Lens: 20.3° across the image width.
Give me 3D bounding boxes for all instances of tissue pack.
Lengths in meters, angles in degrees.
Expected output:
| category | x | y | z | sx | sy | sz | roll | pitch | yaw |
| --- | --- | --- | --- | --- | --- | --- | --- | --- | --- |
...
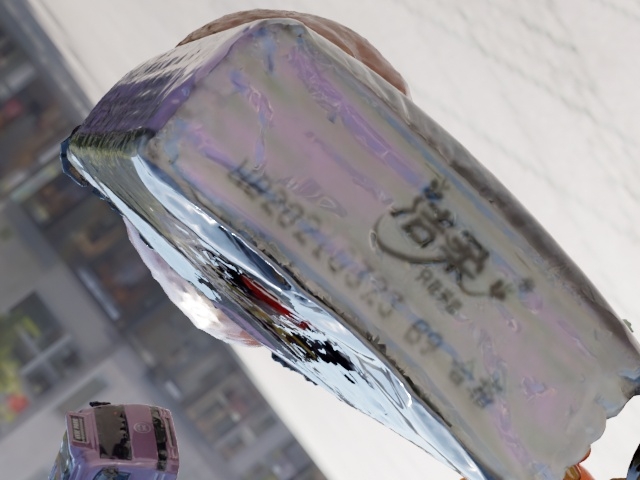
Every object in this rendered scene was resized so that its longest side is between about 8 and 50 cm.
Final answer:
| category | x | y | z | sx | sy | sz | roll | pitch | yaw |
| --- | --- | --- | --- | --- | --- | --- | --- | --- | --- |
| tissue pack | 0.000 | 0.000 | 0.950 | 0.259 | 0.122 | 0.361 | 41 | 175 | -13 |

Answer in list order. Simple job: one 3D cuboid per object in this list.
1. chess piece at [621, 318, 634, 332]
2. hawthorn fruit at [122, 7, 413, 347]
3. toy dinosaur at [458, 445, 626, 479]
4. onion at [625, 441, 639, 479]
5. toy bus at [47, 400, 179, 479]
| category | x | y | z | sx | sy | sz | roll | pitch | yaw |
| --- | --- | --- | --- | --- | --- | --- | --- | --- | --- |
| chess piece | 0.205 | 0.057 | 1.379 | 0.093 | 0.042 | 0.042 | 32 | -173 | -33 |
| hawthorn fruit | -0.041 | -0.044 | 1.508 | 0.275 | 0.275 | 0.300 | 51 | 139 | 10 |
| toy dinosaur | 0.206 | 0.221 | 1.439 | 0.288 | 0.070 | 0.117 | 48 | 133 | 14 |
| onion | 0.400 | 0.274 | 1.177 | 0.420 | 0.398 | 0.398 | -4 | 141 | 28 |
| toy bus | -0.192 | 0.236 | 1.553 | 0.108 | 0.199 | 0.096 | 12 | -151 | -20 |
